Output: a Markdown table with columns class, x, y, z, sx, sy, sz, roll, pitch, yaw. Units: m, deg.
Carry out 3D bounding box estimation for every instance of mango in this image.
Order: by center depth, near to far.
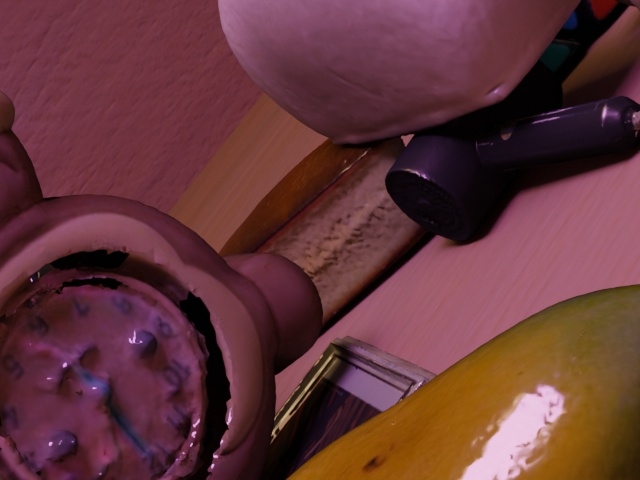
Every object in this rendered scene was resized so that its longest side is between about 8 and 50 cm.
| class | x | y | z | sx | sy | sz | roll | pitch | yaw |
| --- | --- | --- | --- | --- | --- | --- | --- | --- | --- |
| mango | 0.043 | 0.112 | 0.455 | 0.237 | 0.091 | 0.137 | -44 | 19 | 28 |

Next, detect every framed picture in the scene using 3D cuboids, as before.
| class | x | y | z | sx | sy | sz | roll | pitch | yaw |
| --- | --- | --- | --- | --- | --- | --- | --- | --- | --- |
| framed picture | -0.042 | 0.173 | 0.757 | 0.273 | 0.016 | 0.216 | -52 | 12 | -8 |

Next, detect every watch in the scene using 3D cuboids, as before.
| class | x | y | z | sx | sy | sz | roll | pitch | yaw |
| --- | --- | --- | --- | --- | --- | --- | --- | --- | --- |
| watch | -0.221 | 0.096 | 0.813 | 0.327 | 0.335 | 0.314 | -18 | 33 | 52 |

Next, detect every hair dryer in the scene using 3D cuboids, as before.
| class | x | y | z | sx | sy | sz | roll | pitch | yaw |
| --- | --- | --- | --- | --- | --- | --- | --- | --- | --- |
| hair dryer | 0.135 | -0.070 | 0.759 | 0.124 | 0.071 | 0.219 | -53 | 19 | -17 |

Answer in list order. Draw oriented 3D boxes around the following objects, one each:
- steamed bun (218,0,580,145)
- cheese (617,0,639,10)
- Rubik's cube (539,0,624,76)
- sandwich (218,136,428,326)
| class | x | y | z | sx | sy | sz | roll | pitch | yaw |
| --- | --- | --- | --- | --- | --- | --- | --- | --- | --- |
| steamed bun | 0.039 | -0.169 | 0.803 | 0.146 | 0.164 | 0.241 | -51 | 19 | -21 |
| cheese | 0.228 | -0.181 | 0.699 | 0.163 | 0.082 | 0.286 | -47 | 13 | 19 |
| Rubik's cube | 0.179 | -0.198 | 1.000 | 0.234 | 0.284 | 0.250 | 6 | -89 | -81 |
| sandwich | 0.000 | 0.000 | 0.953 | 0.258 | 0.094 | 0.096 | -41 | 19 | 31 |
